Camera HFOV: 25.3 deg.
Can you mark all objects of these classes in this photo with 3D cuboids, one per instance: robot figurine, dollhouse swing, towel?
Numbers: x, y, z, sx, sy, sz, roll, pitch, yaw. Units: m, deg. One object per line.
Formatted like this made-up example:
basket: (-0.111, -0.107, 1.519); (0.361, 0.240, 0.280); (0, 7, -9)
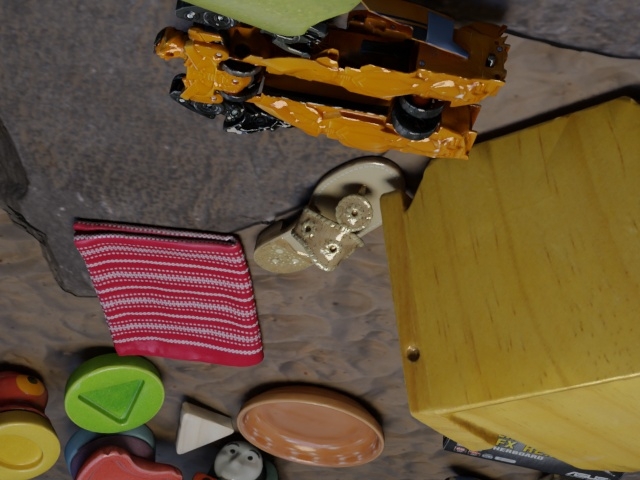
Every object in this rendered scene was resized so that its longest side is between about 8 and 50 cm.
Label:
robot figurine: (0.004, -0.151, 1.224); (0.291, 0.085, 0.211); (12, 154, -3)
dollhouse swing: (0.301, 0.062, 1.393); (0.347, 0.315, 0.305); (-17, 164, 37)
towel: (-0.174, 0.069, 1.686); (0.199, 0.031, 0.275); (5, 147, 8)

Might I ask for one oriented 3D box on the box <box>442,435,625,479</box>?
box: (0.284, 0.225, 1.765); (0.231, 0.056, 0.183); (13, 149, -3)

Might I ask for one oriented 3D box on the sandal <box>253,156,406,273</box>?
sandal: (0.005, 0.003, 1.478); (0.088, 0.079, 0.240); (27, 144, -24)

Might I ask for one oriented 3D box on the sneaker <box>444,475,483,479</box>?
sneaker: (0.251, 0.370, 1.996); (0.211, 0.080, 0.081); (25, 140, -38)

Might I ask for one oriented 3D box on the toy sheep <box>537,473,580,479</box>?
toy sheep: (0.323, 0.352, 1.924); (0.091, 0.091, 0.132); (13, 148, -4)

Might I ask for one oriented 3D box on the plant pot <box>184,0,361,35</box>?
plant pot: (-0.079, -0.266, 0.947); (0.276, 0.276, 0.254); (-21, 148, 40)

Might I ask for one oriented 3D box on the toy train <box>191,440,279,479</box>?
toy train: (-0.122, 0.419, 2.071); (0.142, 0.190, 0.334); (18, 148, 18)

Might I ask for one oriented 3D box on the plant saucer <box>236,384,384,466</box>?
plant saucer: (-0.011, 0.245, 1.905); (0.200, 0.037, 0.200); (9, 148, 5)

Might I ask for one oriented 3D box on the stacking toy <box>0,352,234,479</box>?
stacking toy: (-0.300, 0.238, 1.966); (0.279, 0.130, 0.309); (-37, 132, 18)
